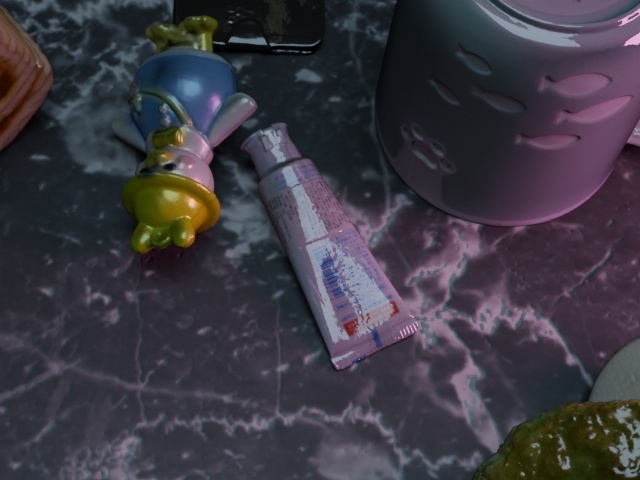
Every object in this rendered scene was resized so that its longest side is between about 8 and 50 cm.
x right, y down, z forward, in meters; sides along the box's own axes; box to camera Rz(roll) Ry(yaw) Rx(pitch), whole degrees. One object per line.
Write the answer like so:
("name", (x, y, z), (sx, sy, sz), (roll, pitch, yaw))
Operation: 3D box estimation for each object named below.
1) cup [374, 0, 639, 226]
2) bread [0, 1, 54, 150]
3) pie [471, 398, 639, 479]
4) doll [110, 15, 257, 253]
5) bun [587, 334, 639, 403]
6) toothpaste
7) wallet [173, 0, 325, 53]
("cup", (0.238, -0.175, 1.198), (0.356, 0.274, 0.259), (14, 64, 3))
("bread", (-0.411, -0.233, 1.220), (0.155, 0.187, 0.338), (-44, 73, 3))
("pie", (0.234, 0.251, 1.035), (0.277, 0.078, 0.277), (-4, 78, 21))
("doll", (-0.132, -0.095, 1.225), (0.135, 0.099, 0.241), (8, 62, -7))
("bun", (0.307, 0.153, 1.137), (0.094, 0.138, 0.138), (34, 60, -29))
("toothpaste", (0.000, 0.000, 1.217), (0.089, 0.057, 0.234), (-25, 75, -14))
("wallet", (-0.073, -0.230, 1.340), (0.156, 0.018, 0.082), (3, 64, -5))
